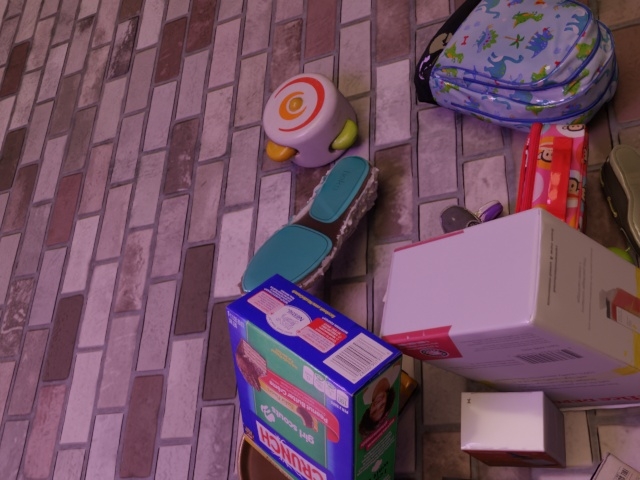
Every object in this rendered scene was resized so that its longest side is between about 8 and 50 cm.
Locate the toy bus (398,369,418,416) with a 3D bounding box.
[{"bbox_3d":[0.021,0.218,1.370,0.332,0.130,0.108,32,84,37],"label":"toy bus"}]

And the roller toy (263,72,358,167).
[{"bbox_3d":[-0.030,-0.278,1.637,0.209,0.146,0.191,-21,57,20],"label":"roller toy"}]

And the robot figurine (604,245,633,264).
[{"bbox_3d":[0.494,0.062,1.219,0.101,0.067,0.115,6,69,43],"label":"robot figurine"}]

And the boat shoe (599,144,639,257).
[{"bbox_3d":[0.550,-0.056,1.250,0.081,0.069,0.228,-1,63,-10],"label":"boat shoe"}]

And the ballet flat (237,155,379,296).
[{"bbox_3d":[0.000,0.000,1.446,0.147,0.147,0.409,20,58,35],"label":"ballet flat"}]

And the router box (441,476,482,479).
[{"bbox_3d":[0.309,0.487,1.048,0.309,0.081,0.243,-4,40,28],"label":"router box"}]

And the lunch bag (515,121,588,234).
[{"bbox_3d":[0.392,-0.046,1.208,0.120,0.258,0.293,6,67,18],"label":"lunch bag"}]

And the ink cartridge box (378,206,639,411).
[{"bbox_3d":[0.324,0.122,1.047,0.279,0.384,0.160,-20,52,50],"label":"ink cartridge box"}]

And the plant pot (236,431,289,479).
[{"bbox_3d":[-0.027,0.406,1.317,0.237,0.110,0.237,-14,60,24],"label":"plant pot"}]

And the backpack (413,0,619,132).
[{"bbox_3d":[0.396,-0.349,1.392,0.355,0.273,0.290,38,81,25],"label":"backpack"}]

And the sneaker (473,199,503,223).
[{"bbox_3d":[0.307,0.003,1.370,0.071,0.068,0.170,30,92,23],"label":"sneaker"}]

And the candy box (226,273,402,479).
[{"bbox_3d":[-0.011,0.253,1.120,0.122,0.317,0.268,-32,45,-34],"label":"candy box"}]

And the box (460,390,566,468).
[{"bbox_3d":[0.309,0.304,1.138,0.130,0.170,0.091,-7,63,28],"label":"box"}]

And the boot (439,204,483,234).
[{"bbox_3d":[0.263,-0.003,1.239,0.076,0.208,0.189,-43,71,11],"label":"boot"}]

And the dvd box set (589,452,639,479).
[{"bbox_3d":[0.481,0.498,0.871,0.420,0.062,0.307,30,51,23],"label":"dvd box set"}]

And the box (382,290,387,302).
[{"bbox_3d":[0.237,0.116,1.310,0.203,0.114,0.103,20,78,34],"label":"box"}]
